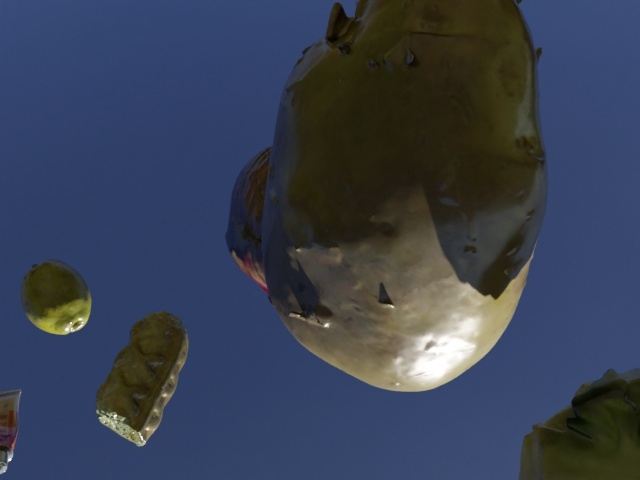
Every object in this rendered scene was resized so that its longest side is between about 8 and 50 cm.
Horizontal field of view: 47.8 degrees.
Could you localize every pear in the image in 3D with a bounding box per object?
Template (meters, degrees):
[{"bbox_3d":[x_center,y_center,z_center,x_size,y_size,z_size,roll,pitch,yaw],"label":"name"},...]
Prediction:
[{"bbox_3d":[-0.441,0.094,1.202,0.107,0.107,0.131,-37,-94,-25],"label":"pear"}]

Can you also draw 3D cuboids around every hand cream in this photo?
[{"bbox_3d":[-0.526,0.309,1.195,0.052,0.038,0.216,25,-169,-30],"label":"hand cream"}]

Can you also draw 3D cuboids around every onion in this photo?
[{"bbox_3d":[0.000,0.000,0.838,0.246,0.246,0.190,32,-92,26],"label":"onion"}]

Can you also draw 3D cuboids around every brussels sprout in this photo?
[{"bbox_3d":[0.212,0.139,0.421,0.180,0.100,0.139,-1,-103,-3],"label":"brussels sprout"}]

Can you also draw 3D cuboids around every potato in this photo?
[{"bbox_3d":[0.050,-0.032,0.476,0.191,0.296,0.141,21,-152,23],"label":"potato"}]

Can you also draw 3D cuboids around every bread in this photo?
[{"bbox_3d":[-0.361,0.274,1.500,0.129,0.152,0.268,7,-125,22],"label":"bread"}]
